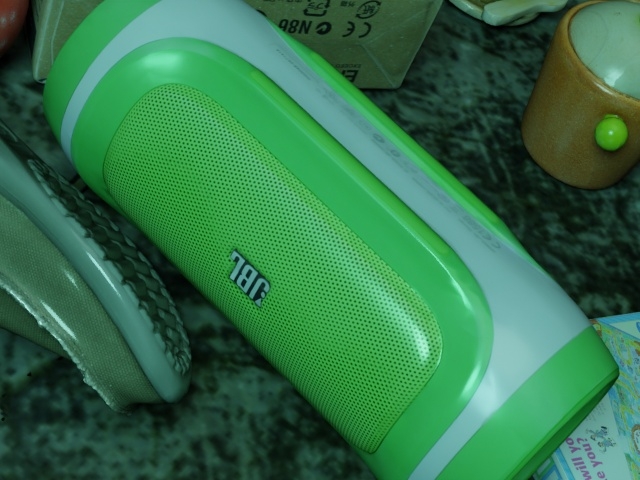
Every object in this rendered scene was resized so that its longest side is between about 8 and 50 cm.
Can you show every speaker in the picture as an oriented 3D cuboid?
[{"bbox_3d":[0.000,0.000,0.667,0.296,0.131,0.131,44,49,16],"label":"speaker"}]

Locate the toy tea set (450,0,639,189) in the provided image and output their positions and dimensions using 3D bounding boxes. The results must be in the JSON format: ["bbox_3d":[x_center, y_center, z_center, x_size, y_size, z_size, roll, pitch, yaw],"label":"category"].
[{"bbox_3d":[0.193,-0.174,0.898,0.200,0.124,0.336,-6,55,-27],"label":"toy tea set"}]

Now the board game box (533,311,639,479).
[{"bbox_3d":[0.159,0.111,0.709,0.103,0.026,0.154,-5,54,-26],"label":"board game box"}]

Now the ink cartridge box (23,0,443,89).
[{"bbox_3d":[-0.068,-0.187,0.824,0.234,0.088,0.193,-1,51,-23],"label":"ink cartridge box"}]

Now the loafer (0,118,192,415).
[{"bbox_3d":[-0.161,-0.004,0.644,0.087,0.094,0.251,-45,81,2],"label":"loafer"}]

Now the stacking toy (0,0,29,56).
[{"bbox_3d":[-0.306,-0.184,0.699,0.330,0.141,0.141,23,46,-10],"label":"stacking toy"}]
